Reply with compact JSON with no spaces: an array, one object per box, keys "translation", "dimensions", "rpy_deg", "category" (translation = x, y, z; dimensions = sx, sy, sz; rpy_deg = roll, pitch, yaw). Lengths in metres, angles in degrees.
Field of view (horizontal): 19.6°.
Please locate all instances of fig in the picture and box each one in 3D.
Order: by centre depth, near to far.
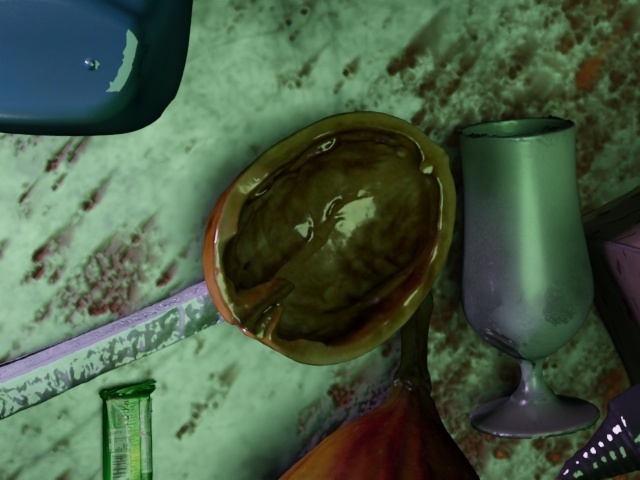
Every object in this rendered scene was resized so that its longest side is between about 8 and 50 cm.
[{"translation":[0.043,0.181,1.366],"dimensions":[0.216,0.217,0.321],"rpy_deg":[8,74,-13],"category":"fig"}]

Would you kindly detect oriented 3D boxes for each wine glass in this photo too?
[{"translation":[0.153,0.025,1.391],"dimensions":[0.103,0.103,0.231],"rpy_deg":[-9,103,-12],"category":"wine glass"}]

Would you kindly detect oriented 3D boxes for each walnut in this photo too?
[{"translation":[0.001,-0.001,1.369],"dimensions":[0.211,0.087,0.167],"rpy_deg":[-37,102,-21],"category":"walnut"}]

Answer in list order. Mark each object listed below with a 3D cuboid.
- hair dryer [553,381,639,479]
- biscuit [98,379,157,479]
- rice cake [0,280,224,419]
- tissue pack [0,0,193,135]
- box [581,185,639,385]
[{"translation":[0.283,0.048,1.141],"dimensions":[0.352,0.107,0.189],"rpy_deg":[-30,96,-3],"category":"hair dryer"},{"translation":[-0.145,0.150,1.391],"dimensions":[0.046,0.016,0.089],"rpy_deg":[-2,97,-14],"category":"biscuit"},{"translation":[-0.160,0.078,1.367],"dimensions":[0.210,0.043,0.034],"rpy_deg":[-23,105,-9],"category":"rice cake"},{"translation":[-0.183,-0.215,1.255],"dimensions":[0.198,0.206,0.288],"rpy_deg":[-1,95,1],"category":"tissue pack"},{"translation":[0.348,0.035,1.345],"dimensions":[0.225,0.297,0.190],"rpy_deg":[-28,101,-8],"category":"box"}]
